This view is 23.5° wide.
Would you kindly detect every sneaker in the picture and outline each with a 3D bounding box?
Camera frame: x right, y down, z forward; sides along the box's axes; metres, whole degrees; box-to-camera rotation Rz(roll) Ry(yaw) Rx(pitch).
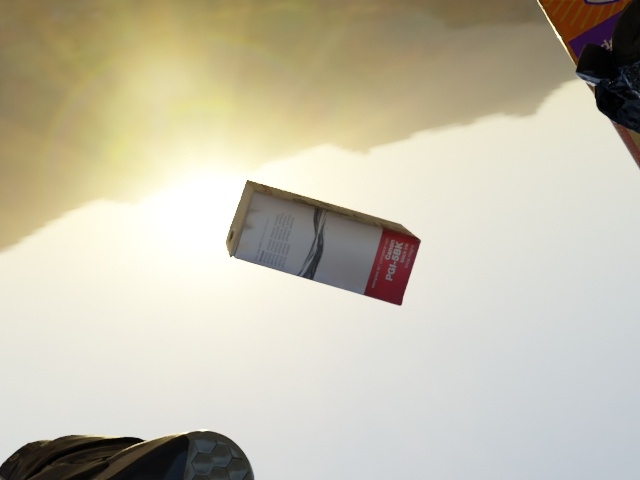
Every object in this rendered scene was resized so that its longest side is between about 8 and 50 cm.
[{"bbox_3d":[-0.163,0.164,0.792,0.226,0.086,0.163,-21,-175,-30],"label":"sneaker"}]

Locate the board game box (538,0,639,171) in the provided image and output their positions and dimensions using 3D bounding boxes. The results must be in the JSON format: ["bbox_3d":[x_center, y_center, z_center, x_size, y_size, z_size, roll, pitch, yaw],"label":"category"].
[{"bbox_3d":[0.404,-0.307,1.605,0.356,0.356,0.356,-30,149,12],"label":"board game box"}]

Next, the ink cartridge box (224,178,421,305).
[{"bbox_3d":[0.000,0.000,1.191,0.135,0.056,0.099,16,-174,-9],"label":"ink cartridge box"}]

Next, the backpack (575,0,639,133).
[{"bbox_3d":[0.363,-0.119,1.017,0.276,0.263,0.213,-45,-167,-11],"label":"backpack"}]
